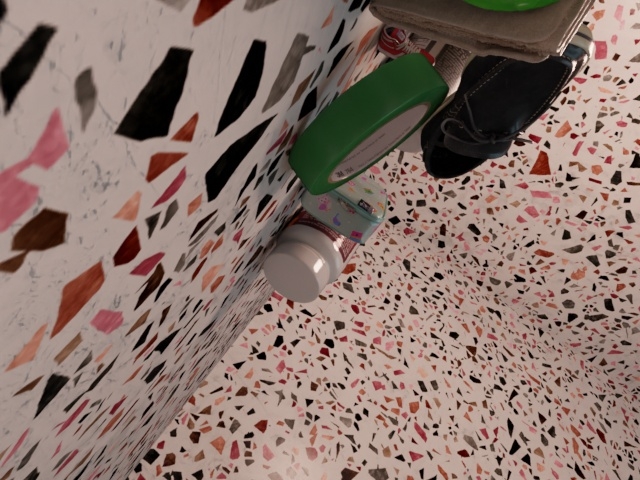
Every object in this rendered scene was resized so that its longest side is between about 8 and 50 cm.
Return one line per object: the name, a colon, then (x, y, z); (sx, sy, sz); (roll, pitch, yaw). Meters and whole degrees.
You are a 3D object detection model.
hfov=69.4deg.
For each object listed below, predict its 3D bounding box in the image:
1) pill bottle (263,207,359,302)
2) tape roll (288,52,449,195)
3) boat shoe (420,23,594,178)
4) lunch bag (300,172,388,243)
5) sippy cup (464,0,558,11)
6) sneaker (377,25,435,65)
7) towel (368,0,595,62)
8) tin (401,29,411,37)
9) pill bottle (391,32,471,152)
pill bottle: (0.000, 0.000, 1.460); (0.392, 0.224, 0.224); (-52, 176, -44)
tape roll: (0.090, -0.211, 0.880); (0.321, 0.077, 0.321); (-35, 174, -4)
boat shoe: (0.324, -0.240, 0.890); (0.500, 0.187, 0.156); (136, -34, -78)
lunch bag: (0.067, -0.120, 1.244); (0.108, 0.224, 0.279); (-51, -175, 25)
sippy cup: (0.226, -0.409, 0.473); (0.224, 0.240, 0.305); (53, 60, -76)
sneaker: (0.166, -0.370, 0.879); (0.067, 0.118, 0.042); (87, 28, -77)
towel: (0.228, -0.350, 0.632); (0.187, 0.282, 0.049); (-54, 151, -7)
tin: (0.170, -0.443, 0.914); (0.106, 0.040, 0.190); (-58, 178, -14)
pill bottle: (0.286, -0.432, 1.225); (0.363, 0.210, 0.210); (-54, 178, -9)
